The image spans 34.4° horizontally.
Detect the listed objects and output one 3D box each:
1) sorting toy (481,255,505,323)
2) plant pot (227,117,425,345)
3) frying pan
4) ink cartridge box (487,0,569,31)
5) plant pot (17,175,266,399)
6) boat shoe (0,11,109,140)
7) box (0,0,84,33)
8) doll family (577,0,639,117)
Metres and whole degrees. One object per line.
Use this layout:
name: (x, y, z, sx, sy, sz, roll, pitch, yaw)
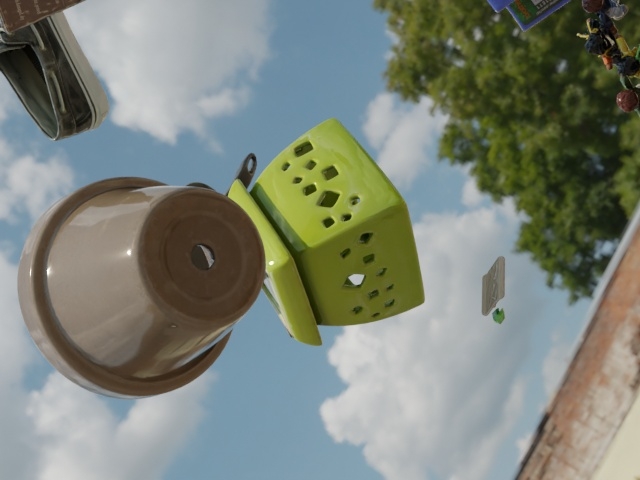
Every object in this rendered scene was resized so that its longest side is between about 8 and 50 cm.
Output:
sorting toy: (0.210, 0.067, 1.243, 0.062, 0.012, 0.083, 117, 161, -62)
plant pot: (0.000, 0.000, 1.489, 0.207, 0.227, 0.228, -28, -43, -9)
frying pan: (-0.170, -0.044, 1.584, 0.197, 0.053, 0.326, 43, -144, -47)
ink cartridge box: (0.171, -0.341, 0.911, 0.186, 0.311, 0.065, -32, 27, 23)
plant pot: (-0.176, 0.035, 1.146, 0.263, 0.263, 0.229, -43, 11, -32)
boat shoe: (-0.455, -0.306, 1.586, 0.121, 0.335, 0.119, -31, 6, 40)
box: (-0.326, -0.383, 1.212, 0.203, 0.168, 0.167, -29, -11, -13)
doll family: (0.368, -0.239, 1.274, 0.076, 0.193, 0.111, -43, -15, 35)
